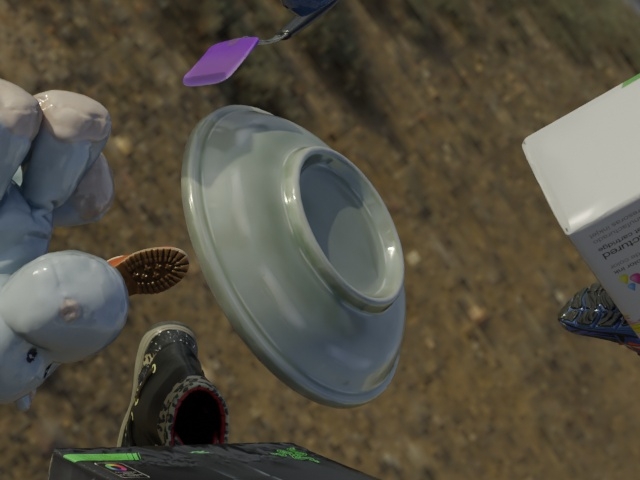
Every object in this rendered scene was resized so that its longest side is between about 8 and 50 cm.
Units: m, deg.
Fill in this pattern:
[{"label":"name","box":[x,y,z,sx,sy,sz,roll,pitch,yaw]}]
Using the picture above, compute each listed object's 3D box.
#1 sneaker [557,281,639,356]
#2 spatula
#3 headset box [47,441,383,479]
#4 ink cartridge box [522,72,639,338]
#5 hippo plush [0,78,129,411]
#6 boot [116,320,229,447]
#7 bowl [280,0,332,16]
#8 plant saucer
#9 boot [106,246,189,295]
[{"label":"sneaker","box":[0.388,0.111,1.987,0.083,0.221,0.087,-52,140,-41]},{"label":"spatula","box":[-0.063,-0.253,2.051,0.296,0.084,0.030,-36,115,-47]},{"label":"headset box","box":[-0.030,0.236,1.155,0.246,0.131,0.283,5,7,-46]},{"label":"ink cartridge box","box":[0.322,-0.023,1.404,0.278,0.201,0.117,47,18,-48]},{"label":"hippo plush","box":[-0.298,0.014,1.471,0.234,0.294,0.236,57,11,-59]},{"label":"boot","box":[-0.156,0.221,1.751,0.085,0.236,0.178,2,15,-17]},{"label":"bowl","box":[0.086,-0.370,1.519,0.077,0.391,0.391,44,18,-13]},{"label":"plant saucer","box":[0.000,0.000,2.002,0.400,0.100,0.400,39,35,-35]},{"label":"boot","box":[-0.230,0.035,2.119,0.059,0.158,0.084,66,23,-15]}]
